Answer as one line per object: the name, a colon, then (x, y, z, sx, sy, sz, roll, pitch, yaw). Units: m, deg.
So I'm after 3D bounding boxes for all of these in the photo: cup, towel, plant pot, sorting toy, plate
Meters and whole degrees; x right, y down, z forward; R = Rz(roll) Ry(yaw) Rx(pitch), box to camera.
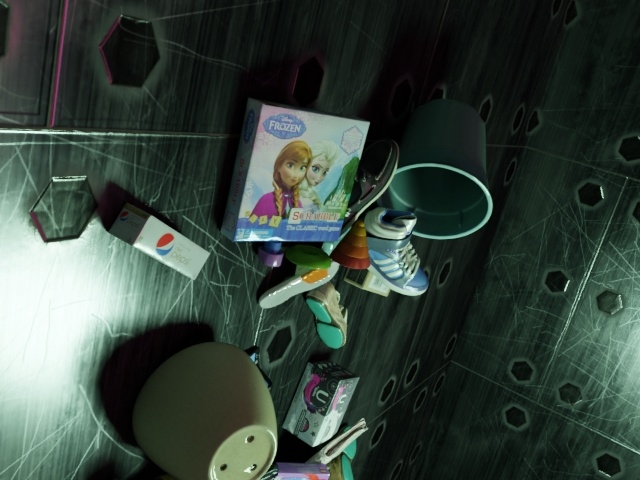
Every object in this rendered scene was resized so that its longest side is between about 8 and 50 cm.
cup: (-0.231, 0.435, 1.407, 0.331, 0.237, 0.331, -15, 118, -31)
towel: (-0.003, 0.798, 2.222, 0.332, 0.053, 0.317, -49, 161, 28)
plant pot: (0.373, -0.237, 1.911, 0.341, 0.341, 0.334, 74, 27, -50)
sorting toy: (0.000, 0.000, 1.648, 0.366, 0.127, 0.126, 2, 111, -38)
plate: (0.053, -0.004, 1.857, 0.188, 0.024, 0.188, -52, 158, -31)

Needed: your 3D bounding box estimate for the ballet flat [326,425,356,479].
ballet flat: (0.069, 0.875, 2.441, 0.116, 0.124, 0.342, 54, 16, -18)

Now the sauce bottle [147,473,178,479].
sauce bottle: (-0.299, 0.641, 1.614, 0.344, 0.111, 0.111, 2, 110, -44)

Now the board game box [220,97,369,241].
board game box: (-0.055, -0.153, 1.451, 0.319, 0.066, 0.318, -1, 113, -39)

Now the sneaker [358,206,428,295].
sneaker: (0.253, 0.025, 1.896, 0.236, 0.323, 0.130, -46, -167, 47)

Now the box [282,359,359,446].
box: (0.003, 0.552, 2.099, 0.163, 0.142, 0.247, 13, 99, -62)

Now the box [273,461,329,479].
box: (-0.135, 0.815, 1.978, 0.293, 0.057, 0.201, 11, 106, -22)

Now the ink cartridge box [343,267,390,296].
ink cartridge box: (0.196, 0.081, 2.130, 0.235, 0.088, 0.193, 22, 93, -61)

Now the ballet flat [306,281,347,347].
ballet flat: (0.038, 0.233, 1.965, 0.106, 0.108, 0.316, -59, 153, -28)

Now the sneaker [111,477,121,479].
sneaker: (-0.509, 0.666, 1.356, 0.122, 0.110, 0.283, 20, 93, -58)

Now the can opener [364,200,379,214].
can opener: (0.176, -0.107, 1.992, 0.280, 0.074, 0.093, 53, 31, -60)

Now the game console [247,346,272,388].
game console: (-0.185, 0.373, 1.705, 0.122, 0.071, 0.107, -34, 139, -57)

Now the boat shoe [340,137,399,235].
boat shoe: (0.091, -0.161, 1.722, 0.340, 0.127, 0.113, -49, 148, 3)

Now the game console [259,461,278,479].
game console: (-0.267, 0.643, 1.503, 0.361, 0.044, 0.213, -12, 144, -34)

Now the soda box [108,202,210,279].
soda box: (-0.314, 0.006, 1.220, 0.069, 0.074, 0.216, -61, 151, -8)

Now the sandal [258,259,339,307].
sandal: (-0.067, 0.099, 1.716, 0.265, 0.076, 0.102, -23, 150, -25)
